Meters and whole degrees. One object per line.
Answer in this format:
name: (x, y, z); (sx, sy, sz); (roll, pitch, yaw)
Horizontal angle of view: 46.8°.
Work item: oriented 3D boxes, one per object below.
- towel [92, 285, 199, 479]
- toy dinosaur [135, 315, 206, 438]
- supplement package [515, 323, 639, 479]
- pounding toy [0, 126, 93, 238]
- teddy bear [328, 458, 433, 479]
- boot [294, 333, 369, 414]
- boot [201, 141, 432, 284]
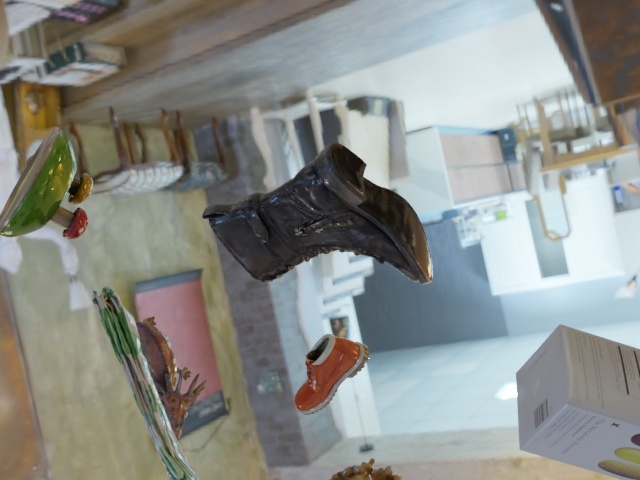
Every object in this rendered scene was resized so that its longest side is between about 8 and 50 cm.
towel: (-0.273, 0.245, 1.193); (0.038, 0.325, 0.248); (-25, 166, -13)
toy dinosaur: (-0.348, 0.268, 1.599); (0.127, 0.296, 0.200); (-31, -167, -20)
supplement package: (0.416, 0.237, 1.028); (0.244, 0.134, 0.139); (17, 136, -5)
pounding toy: (-0.418, -0.066, 1.159); (0.110, 0.183, 0.237); (31, 160, -26)
teddy bear: (0.007, 0.243, 0.541); (0.245, 0.113, 0.338); (-22, 159, -19)
boot: (-0.005, 0.208, 1.161); (0.084, 0.059, 0.158); (27, 112, -33)
boot: (0.000, 0.000, 0.996); (0.229, 0.263, 0.091); (-31, -154, 30)
